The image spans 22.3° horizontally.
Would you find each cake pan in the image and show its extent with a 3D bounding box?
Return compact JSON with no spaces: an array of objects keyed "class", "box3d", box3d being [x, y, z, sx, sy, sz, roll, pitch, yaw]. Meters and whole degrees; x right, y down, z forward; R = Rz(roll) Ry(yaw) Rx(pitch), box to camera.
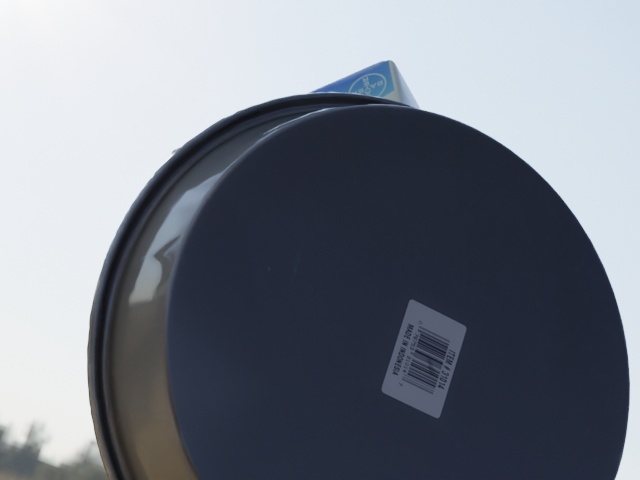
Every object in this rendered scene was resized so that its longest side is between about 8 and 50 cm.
[{"class":"cake pan","box3d":[0.034,0.061,0.795,0.293,0.293,0.054,24,-22,-19]}]

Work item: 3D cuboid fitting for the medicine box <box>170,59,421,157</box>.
[{"class":"medicine box","box3d":[0.000,0.000,1.644,0.263,0.289,0.149,-22,-47,13]}]
